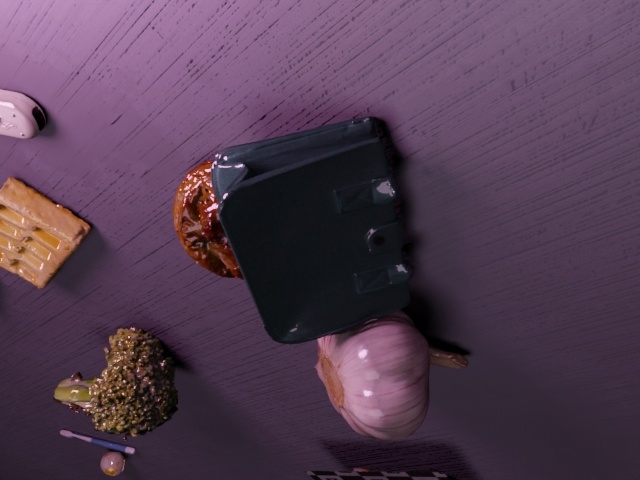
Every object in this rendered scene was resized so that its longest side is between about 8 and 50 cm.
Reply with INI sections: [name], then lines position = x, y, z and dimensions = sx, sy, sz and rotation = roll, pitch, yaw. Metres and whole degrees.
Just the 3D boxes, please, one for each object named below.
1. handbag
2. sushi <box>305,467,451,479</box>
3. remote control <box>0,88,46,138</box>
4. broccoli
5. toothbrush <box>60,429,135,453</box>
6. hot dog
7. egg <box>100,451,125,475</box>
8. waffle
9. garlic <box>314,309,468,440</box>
[handbag]
position = -0.001, 0.001, 0.978
dimensions = 0.238, 0.089, 0.326
rotation = -16, 133, 0
[sushi]
position = 0.203, 0.581, 1.639
dimensions = 0.359, 0.064, 0.343
rotation = -12, 134, 35
[remote control]
position = -0.537, -0.206, 1.114
dimensions = 0.221, 0.042, 0.078
rotation = 13, 140, 14
[broccoli]
position = -0.436, 0.286, 1.512
dimensions = 0.273, 0.242, 0.180
rotation = 12, 119, 5
[toothbrush]
position = -0.683, 0.620, 2.173
dimensions = 0.275, 0.019, 0.025
rotation = 7, 144, 20
[hot dog]
position = -0.136, -0.015, 1.090
dimensions = 0.160, 0.099, 0.227
rotation = -1, 139, 32
[egg]
position = -0.647, 0.691, 2.196
dimensions = 0.083, 0.071, 0.071
rotation = -10, 131, 37
[waffle]
position = -0.556, -0.004, 1.347
dimensions = 0.168, 0.057, 0.274
rotation = 36, 140, -16
[garlic]
position = 0.128, 0.206, 1.169
dimensions = 0.253, 0.245, 0.245
rotation = -8, 146, -19
